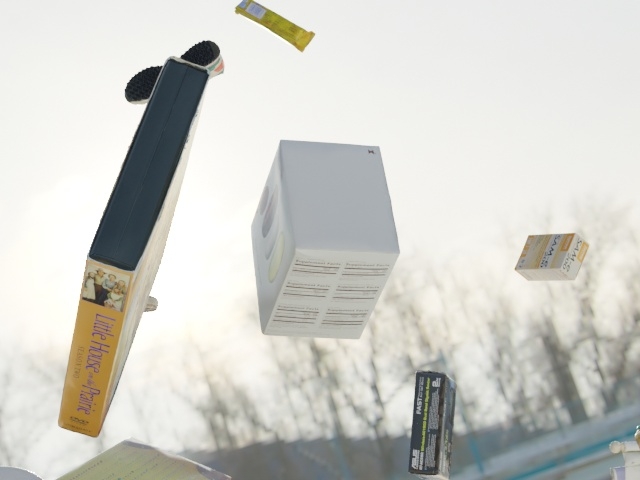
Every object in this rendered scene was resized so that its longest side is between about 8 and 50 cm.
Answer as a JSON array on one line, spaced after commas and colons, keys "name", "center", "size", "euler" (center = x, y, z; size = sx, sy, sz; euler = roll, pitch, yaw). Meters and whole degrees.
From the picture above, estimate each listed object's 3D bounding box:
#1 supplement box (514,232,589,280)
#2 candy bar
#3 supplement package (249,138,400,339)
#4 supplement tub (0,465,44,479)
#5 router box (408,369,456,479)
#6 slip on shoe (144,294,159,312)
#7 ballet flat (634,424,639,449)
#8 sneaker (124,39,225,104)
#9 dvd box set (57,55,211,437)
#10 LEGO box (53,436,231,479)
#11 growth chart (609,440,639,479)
[{"name": "supplement box", "center": [0.334, 0.024, 2.166], "size": [0.036, 0.062, 0.098], "euler": [37, -23, -29]}, {"name": "candy bar", "center": [-0.079, -0.360, 2.474], "size": [0.040, 0.161, 0.018], "euler": [-53, -28, -8]}, {"name": "supplement package", "center": [0.000, 0.000, 2.076], "size": [0.149, 0.194, 0.203], "euler": [3, -38, -16]}, {"name": "supplement tub", "center": [-0.384, 0.385, 1.777], "size": [0.144, 0.144, 0.200], "euler": [-10, -60, -26]}, {"name": "router box", "center": [0.133, 0.220, 1.773], "size": [0.038, 0.123, 0.092], "euler": [2, -12, 14]}, {"name": "slip on shoe", "center": [-0.284, 0.091, 2.323], "size": [0.051, 0.041, 0.135], "euler": [7, -11, -18]}, {"name": "ballet flat", "center": [0.483, 0.205, 1.817], "size": [0.080, 0.073, 0.232], "euler": [7, -41, -40]}, {"name": "sneaker", "center": [-0.215, -0.239, 2.267], "size": [0.161, 0.057, 0.075], "euler": [-29, -28, -1]}, {"name": "dvd box set", "center": [-0.232, 0.018, 1.838], "size": [0.062, 0.308, 0.420], "euler": [18, -36, -3]}, {"name": "LEGO box", "center": [-0.338, 0.534, 2.168], "size": [0.193, 0.373, 0.500], "euler": [20, 9, 12]}, {"name": "growth chart", "center": [0.446, 0.386, 2.069], "size": [0.171, 0.237, 0.021], "euler": [7, -2, -21]}]
